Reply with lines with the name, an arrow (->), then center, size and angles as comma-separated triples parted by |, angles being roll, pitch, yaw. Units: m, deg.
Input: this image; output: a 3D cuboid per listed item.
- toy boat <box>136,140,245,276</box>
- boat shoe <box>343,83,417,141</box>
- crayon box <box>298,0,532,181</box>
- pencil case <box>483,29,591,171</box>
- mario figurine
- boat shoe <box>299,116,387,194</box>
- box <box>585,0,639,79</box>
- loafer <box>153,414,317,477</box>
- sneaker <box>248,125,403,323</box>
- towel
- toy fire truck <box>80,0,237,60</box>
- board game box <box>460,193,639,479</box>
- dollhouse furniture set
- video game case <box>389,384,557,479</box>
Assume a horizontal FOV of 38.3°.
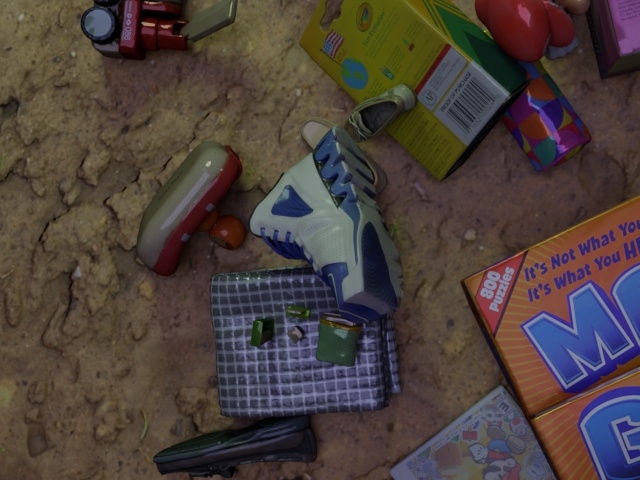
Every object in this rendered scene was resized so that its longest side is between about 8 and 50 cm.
toy boat -> -0.187, -0.035, 1.474 | 0.151, 0.151, 0.231 | 37, 98, -19
boat shoe -> 0.079, -0.184, 1.376 | 0.153, 0.048, 0.056 | -22, 101, 48
crayon box -> 0.132, -0.268, 1.369 | 0.318, 0.081, 0.202 | 45, 139, 8
pencil case -> 0.304, -0.217, 1.380 | 0.104, 0.104, 0.236 | -34, 81, 10
mario figurine -> 0.342, -0.383, 1.292 | 0.198, 0.170, 0.320 | 32, 65, -25
boat shoe -> 0.034, -0.138, 1.452 | 0.170, 0.059, 0.063 | 39, 97, 10
box -> 0.491, -0.317, 1.263 | 0.213, 0.243, 0.117 | -13, 89, 12
loafer -> -0.135, 0.345, 1.470 | 0.267, 0.096, 0.084 | -17, 92, 9
sneaker -> 0.000, -0.001, 1.344 | 0.182, 0.127, 0.315 | -29, 51, 22
towel -> -0.026, 0.153, 1.432 | 0.283, 0.121, 0.235 | -5, 89, 12
toy fire truck -> -0.247, -0.401, 1.480 | 0.246, 0.158, 0.217 | 6, 90, 0
board game box -> 0.420, 0.135, 1.205 | 0.356, 0.356, 0.356 | -26, 84, 6
dollhouse furniture set -> -0.020, 0.139, 1.342 | 0.151, 0.058, 0.076 | 9, 94, 13
video game case -> 0.256, 0.371, 1.418 | 0.227, 0.026, 0.206 | -39, 82, 9
